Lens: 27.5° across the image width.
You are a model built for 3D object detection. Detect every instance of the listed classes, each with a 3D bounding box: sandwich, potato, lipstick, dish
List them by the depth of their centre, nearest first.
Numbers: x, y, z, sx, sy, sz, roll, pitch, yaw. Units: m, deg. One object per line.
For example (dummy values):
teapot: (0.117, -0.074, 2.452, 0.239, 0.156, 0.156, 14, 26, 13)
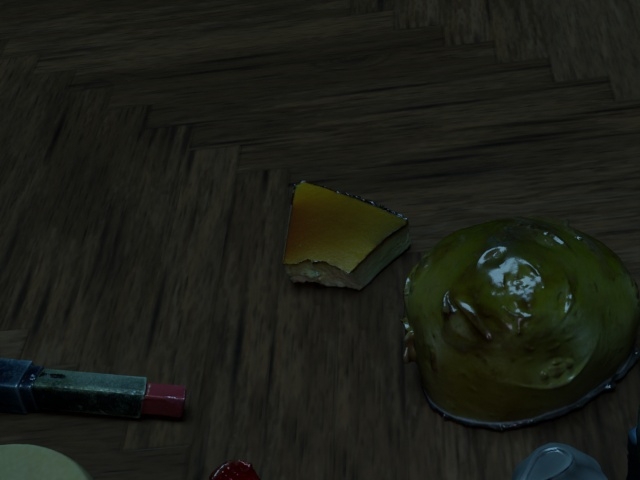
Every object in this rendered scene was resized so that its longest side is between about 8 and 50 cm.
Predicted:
dish: (0.232, 0.249, 1.359, 0.137, 0.039, 0.091, -30, 40, -28)
potato: (0.238, 0.055, 1.503, 0.246, 0.196, 0.300, 17, 42, 32)
lipstick: (-0.303, 0.184, 1.589, 0.312, 0.051, 0.051, 3, 36, 15)
sandwich: (0.000, 0.000, 1.757, 0.193, 0.058, 0.162, 22, 47, 35)

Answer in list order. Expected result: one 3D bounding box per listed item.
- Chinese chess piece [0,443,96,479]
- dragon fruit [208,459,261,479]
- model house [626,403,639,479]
Chinese chess piece: (-0.338, 0.330, 1.343, 0.273, 0.102, 0.273, -8, 36, 6)
dragon fruit: (-0.131, 0.325, 1.346, 0.192, 0.122, 0.092, -36, 3, -27)
model house: (0.457, 0.224, 1.175, 0.360, 0.297, 0.339, -4, 4, 10)
